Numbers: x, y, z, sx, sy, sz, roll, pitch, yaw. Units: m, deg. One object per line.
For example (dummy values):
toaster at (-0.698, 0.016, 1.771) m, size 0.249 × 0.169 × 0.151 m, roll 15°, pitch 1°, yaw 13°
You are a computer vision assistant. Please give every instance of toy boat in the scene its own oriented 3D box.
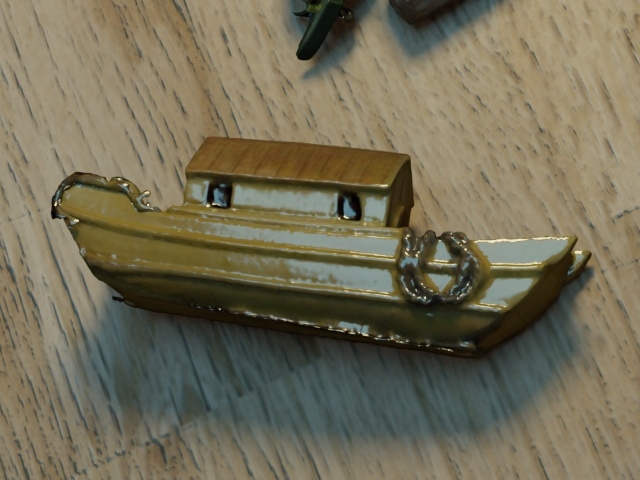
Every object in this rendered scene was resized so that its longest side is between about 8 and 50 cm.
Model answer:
toy boat at (0.000, 0.000, 1.558) m, size 0.446 × 0.136 × 0.162 m, roll 8°, pitch 80°, yaw 19°

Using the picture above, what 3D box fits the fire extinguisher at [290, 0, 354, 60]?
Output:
fire extinguisher at (-0.001, -0.324, 1.684) m, size 0.114 × 0.095 × 0.311 m, roll -32°, pitch 55°, yaw 51°

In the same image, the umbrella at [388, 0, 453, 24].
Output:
umbrella at (0.198, -0.305, 1.611) m, size 0.337 × 0.067 × 0.073 m, roll -32°, pitch 75°, yaw 7°
